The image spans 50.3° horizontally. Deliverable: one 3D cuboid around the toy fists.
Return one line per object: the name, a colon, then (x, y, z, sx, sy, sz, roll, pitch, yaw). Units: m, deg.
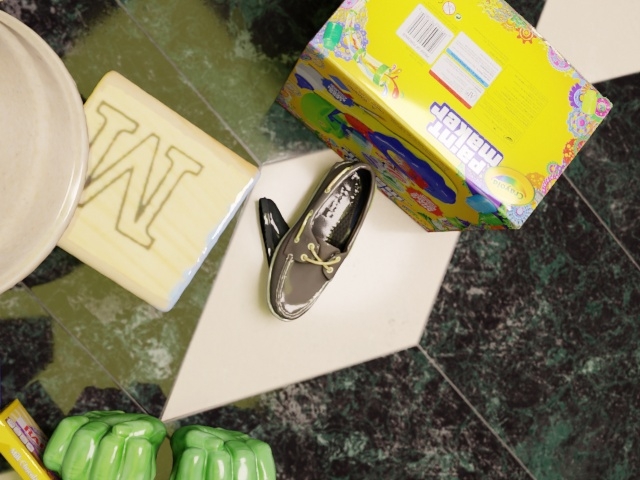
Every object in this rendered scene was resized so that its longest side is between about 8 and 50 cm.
toy fists: (-0.191, 0.266, 0.838, 0.279, 0.142, 0.096, 13, 88, -11)

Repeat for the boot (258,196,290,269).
boot: (-0.027, -0.006, 0.917, 0.099, 0.045, 0.121, -11, 96, -10)

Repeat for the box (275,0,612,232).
box: (0.125, -0.167, 0.826, 0.290, 0.279, 0.177, 40, 83, -8)

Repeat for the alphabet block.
alphabet block: (-0.210, -0.051, 0.811, 0.197, 0.192, 0.193, 34, 82, -10)

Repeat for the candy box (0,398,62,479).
candy box: (-0.327, 0.289, 0.831, 0.027, 0.105, 0.206, -37, 97, -13)

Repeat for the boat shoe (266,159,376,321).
boat shoe: (0.000, 0.000, 0.868, 0.081, 0.068, 0.228, 27, 84, -16)

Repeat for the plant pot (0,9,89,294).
plant pot: (-0.402, -0.105, 0.551, 0.333, 0.305, 0.334, 0, 84, -1)
